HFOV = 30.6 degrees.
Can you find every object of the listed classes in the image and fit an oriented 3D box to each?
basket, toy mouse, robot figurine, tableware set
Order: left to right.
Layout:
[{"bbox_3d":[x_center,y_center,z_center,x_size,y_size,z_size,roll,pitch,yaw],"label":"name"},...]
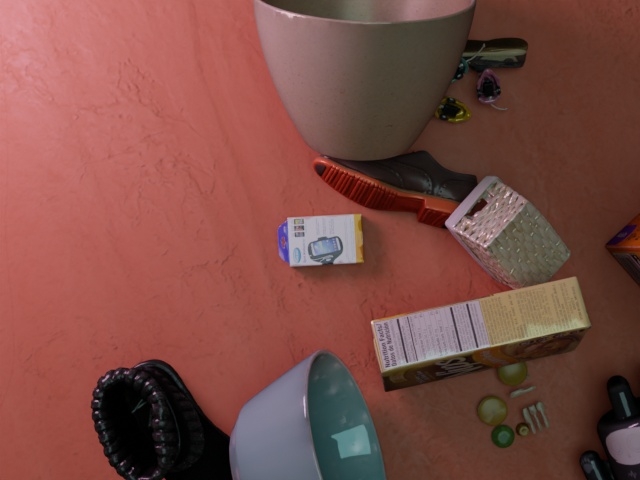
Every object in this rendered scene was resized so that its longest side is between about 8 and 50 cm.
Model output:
[{"bbox_3d":[0.234,-0.256,1.871,0.161,0.031,0.143,9,122,-12],"label":"toy mouse"},{"bbox_3d":[0.300,0.254,1.900,0.104,0.024,0.154,-23,91,1],"label":"tableware set"},{"bbox_3d":[0.295,-0.002,1.824,0.113,0.103,0.167,-48,127,-2],"label":"basket"},{"bbox_3d":[0.539,0.337,1.835,0.173,0.209,0.278,-22,89,-39],"label":"robot figurine"}]

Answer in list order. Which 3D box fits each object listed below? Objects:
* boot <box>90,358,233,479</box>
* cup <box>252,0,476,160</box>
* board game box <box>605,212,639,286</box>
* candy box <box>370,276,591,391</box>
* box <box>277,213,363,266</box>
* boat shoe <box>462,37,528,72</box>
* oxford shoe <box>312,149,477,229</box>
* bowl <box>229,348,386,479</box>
[{"bbox_3d":[-0.207,0.330,1.759,0.131,0.260,0.348,-41,90,-2],"label":"boot"},{"bbox_3d":[0.063,-0.260,1.777,0.331,0.331,0.237,0,115,-2],"label":"cup"},{"bbox_3d":[0.716,0.022,1.749,0.356,0.356,0.356,-41,91,-2],"label":"board game box"},{"bbox_3d":[0.240,0.147,1.803,0.316,0.183,0.087,-13,72,1],"label":"candy box"},{"bbox_3d":[0.000,0.000,1.889,0.136,0.028,0.081,-3,89,0],"label":"box"},{"bbox_3d":[0.258,-0.295,1.889,0.152,0.056,0.049,-1,122,4],"label":"boat shoe"},{"bbox_3d":[0.121,-0.101,1.873,0.271,0.097,0.098,19,71,-8],"label":"oxford shoe"},{"bbox_3d":[-0.027,0.334,1.772,0.163,0.311,0.311,-17,90,18],"label":"bowl"}]
